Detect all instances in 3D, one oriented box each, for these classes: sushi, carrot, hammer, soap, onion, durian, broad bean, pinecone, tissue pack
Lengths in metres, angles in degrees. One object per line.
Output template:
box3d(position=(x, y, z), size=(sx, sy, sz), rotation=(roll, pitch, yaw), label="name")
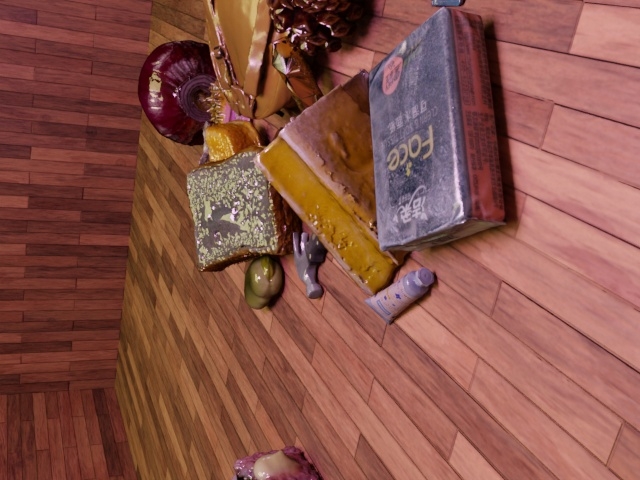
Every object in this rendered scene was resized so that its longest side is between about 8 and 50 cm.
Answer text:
box3d(position=(-0.100, 0.566, 1.465), size=(0.270, 0.170, 0.237), rotation=(-139, 54, -64), label="sushi")
box3d(position=(-0.034, -0.313, 1.409), size=(0.229, 0.069, 0.069), rotation=(62, 155, -9), label="carrot")
box3d(position=(0.000, 0.000, 1.440), size=(0.227, 0.041, 0.159), rotation=(-62, 38, 44), label="hammer")
box3d(position=(0.092, -0.117, 1.260), size=(0.339, 0.304, 0.169), rotation=(49, 143, -4), label="soap")
box3d(position=(-0.454, -0.472, 2.178), size=(0.282, 0.260, 0.337), rotation=(45, 128, 50), label="onion")
box3d(position=(-0.270, -0.352, 1.942), size=(0.191, 0.112, 0.342), rotation=(-12, 80, 61), label="durian")
box3d(position=(-0.151, 0.102, 1.699), size=(0.174, 0.082, 0.125), rotation=(143, 128, -58), label="broad bean")
box3d(position=(-0.007, -0.454, 1.321), size=(0.207, 0.207, 0.208), rotation=(-178, 90, -64), label="pinecone")
box3d(position=(0.169, -0.153, 1.026), size=(0.228, 0.103, 0.316), rotation=(152, 117, -63), label="tissue pack")

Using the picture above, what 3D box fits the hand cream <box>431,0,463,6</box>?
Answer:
box3d(position=(0.207, -0.480, 1.046), size=(0.083, 0.048, 0.224), rotation=(31, 121, 58), label="hand cream")

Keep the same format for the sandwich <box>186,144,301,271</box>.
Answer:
box3d(position=(-0.191, -0.076, 1.624), size=(0.301, 0.099, 0.272), rotation=(-13, 88, 39), label="sandwich")

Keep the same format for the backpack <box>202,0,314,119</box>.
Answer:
box3d(position=(-0.136, -0.474, 1.560), size=(0.353, 0.201, 0.378), rotation=(39, 130, 43), label="backpack")

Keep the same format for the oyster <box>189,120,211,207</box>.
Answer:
box3d(position=(-0.333, -0.197, 2.034), size=(0.271, 0.100, 0.275), rotation=(77, -156, -80), label="oyster")

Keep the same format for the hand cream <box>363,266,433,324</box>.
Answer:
box3d(position=(0.135, 0.093, 1.150), size=(0.065, 0.043, 0.171), rotation=(44, 145, 1), label="hand cream")

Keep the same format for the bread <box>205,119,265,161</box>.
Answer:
box3d(position=(-0.213, -0.205, 1.764), size=(0.139, 0.143, 0.229), rotation=(-2, 99, 52), label="bread")

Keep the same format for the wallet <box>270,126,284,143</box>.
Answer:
box3d(position=(-0.098, -0.185, 1.671), size=(0.095, 0.026, 0.176), rotation=(123, 141, -51), label="wallet")
